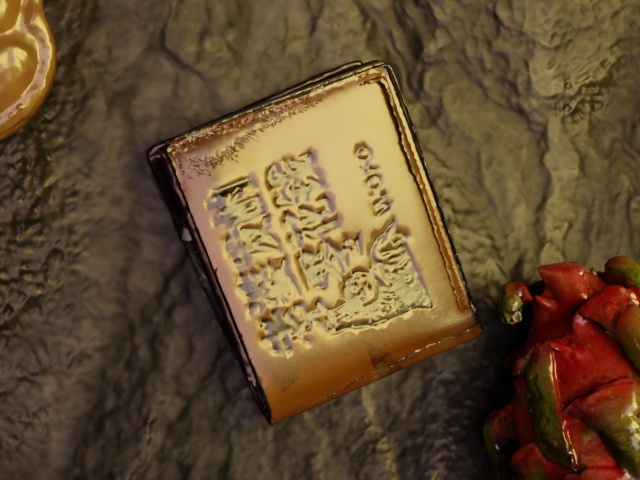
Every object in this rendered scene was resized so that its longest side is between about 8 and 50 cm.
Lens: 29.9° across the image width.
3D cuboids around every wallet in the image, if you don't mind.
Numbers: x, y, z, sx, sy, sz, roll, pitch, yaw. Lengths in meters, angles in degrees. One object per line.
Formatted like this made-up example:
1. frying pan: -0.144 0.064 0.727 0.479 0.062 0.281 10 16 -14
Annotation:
1. wallet: 0.000 0.000 0.748 0.161 0.042 0.195 -22 96 -11

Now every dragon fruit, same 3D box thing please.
1. dragon fruit: 0.182 0.098 0.740 0.160 0.166 0.172 -1 80 -6

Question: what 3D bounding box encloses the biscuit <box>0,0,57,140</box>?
1. biscuit: -0.287 -0.213 0.674 0.351 0.057 0.312 30 86 -11
